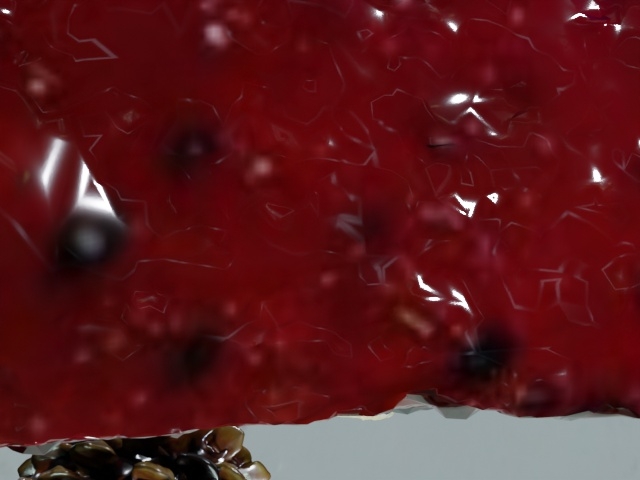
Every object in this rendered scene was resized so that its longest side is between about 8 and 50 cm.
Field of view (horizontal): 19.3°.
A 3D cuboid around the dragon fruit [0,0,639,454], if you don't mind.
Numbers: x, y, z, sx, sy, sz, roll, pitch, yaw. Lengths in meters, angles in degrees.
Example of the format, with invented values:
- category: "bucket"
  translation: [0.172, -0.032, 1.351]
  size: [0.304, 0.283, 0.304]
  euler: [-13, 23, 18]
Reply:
- category: "dragon fruit"
  translation: [0.052, -0.084, 0.438]
  size: [0.240, 0.302, 0.330]
  euler: [21, 93, 18]

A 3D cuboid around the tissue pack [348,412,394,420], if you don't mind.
- category: "tissue pack"
  translation: [0.000, 0.000, 1.386]
  size: [0.222, 0.090, 0.186]
  euler: [41, 114, 32]

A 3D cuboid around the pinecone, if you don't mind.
- category: "pinecone"
  translation: [-0.186, 0.271, 1.806]
  size: [0.264, 0.264, 0.264]
  euler: [1, 99, 6]
